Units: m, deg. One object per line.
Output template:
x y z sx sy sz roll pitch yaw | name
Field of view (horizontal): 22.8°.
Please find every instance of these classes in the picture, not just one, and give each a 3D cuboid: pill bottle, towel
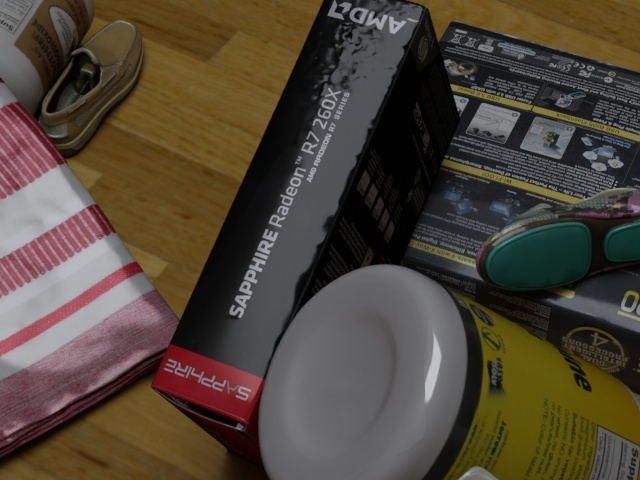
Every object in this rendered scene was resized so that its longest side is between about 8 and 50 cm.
0.131 0.159 1.193 0.188 0.334 0.187 -28 48 37 | pill bottle
-0.335 -0.187 1.630 0.131 0.131 0.229 14 52 13 | pill bottle
-0.303 0.020 1.446 0.237 0.037 0.329 -31 75 -24 | towel

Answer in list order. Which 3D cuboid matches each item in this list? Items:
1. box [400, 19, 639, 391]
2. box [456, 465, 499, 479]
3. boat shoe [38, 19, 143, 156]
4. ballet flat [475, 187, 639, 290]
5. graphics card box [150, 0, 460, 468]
0.247 -0.036 1.511 0.395 0.097 0.318 18 51 16 | box
0.110 0.308 1.079 0.121 0.311 0.148 -37 58 -26 | box
-0.237 -0.174 1.654 0.068 0.072 0.190 13 51 11 | boat shoe
0.232 -0.009 1.393 0.222 0.076 0.079 -12 35 -11 | ballet flat
0.000 0.000 1.320 0.094 0.233 0.370 20 77 19 | graphics card box
